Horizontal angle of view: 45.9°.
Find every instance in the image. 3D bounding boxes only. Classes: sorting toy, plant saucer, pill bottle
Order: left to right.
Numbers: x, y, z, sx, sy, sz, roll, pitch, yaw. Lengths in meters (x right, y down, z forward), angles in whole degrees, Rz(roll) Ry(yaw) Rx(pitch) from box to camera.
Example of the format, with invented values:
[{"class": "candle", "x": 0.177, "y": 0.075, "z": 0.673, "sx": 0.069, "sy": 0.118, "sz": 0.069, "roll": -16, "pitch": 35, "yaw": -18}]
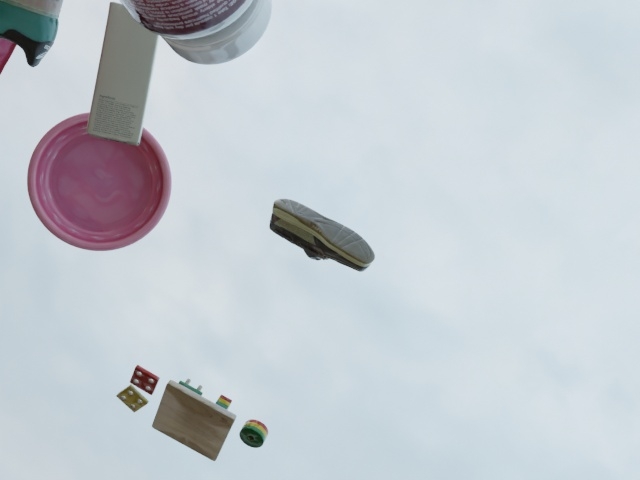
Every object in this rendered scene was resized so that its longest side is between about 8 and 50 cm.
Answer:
[{"class": "plant saucer", "x": -0.530, "y": -0.141, "z": 1.826, "sx": 0.332, "sy": 0.332, "sz": 0.084, "roll": 64, "pitch": -12, "yaw": -10}, {"class": "pill bottle", "x": -0.209, "y": -0.423, "z": 1.045, "sx": 0.224, "sy": 0.224, "sz": 0.392, "roll": 33, "pitch": -7, "yaw": 20}, {"class": "sorting toy", "x": -0.227, "y": 0.306, "z": 1.343, "sx": 0.275, "sy": 0.046, "sz": 0.132, "roll": 27, "pitch": -53, "yaw": 3}]

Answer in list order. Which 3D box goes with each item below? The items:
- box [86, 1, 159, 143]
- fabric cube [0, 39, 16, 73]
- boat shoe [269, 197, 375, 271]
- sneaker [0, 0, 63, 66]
[{"class": "box", "x": -0.408, "y": -0.344, "z": 1.581, "sx": 0.094, "sy": 0.113, "sz": 0.275, "roll": -165, "pitch": -93, "yaw": -78}, {"class": "fabric cube", "x": -0.720, "y": -0.415, "z": 1.328, "sx": 0.254, "sy": 0.259, "sz": 0.258, "roll": -41, "pitch": -99, "yaw": 33}, {"class": "boat shoe", "x": -0.001, "y": 0.000, "z": 1.414, "sx": 0.224, "sy": 0.080, "sz": 0.073, "roll": 32, "pitch": -58, "yaw": 18}, {"class": "sneaker", "x": -0.532, "y": -0.336, "z": 1.074, "sx": 0.302, "sy": 0.108, "sz": 0.121, "roll": 15, "pitch": -78, "yaw": -13}]
